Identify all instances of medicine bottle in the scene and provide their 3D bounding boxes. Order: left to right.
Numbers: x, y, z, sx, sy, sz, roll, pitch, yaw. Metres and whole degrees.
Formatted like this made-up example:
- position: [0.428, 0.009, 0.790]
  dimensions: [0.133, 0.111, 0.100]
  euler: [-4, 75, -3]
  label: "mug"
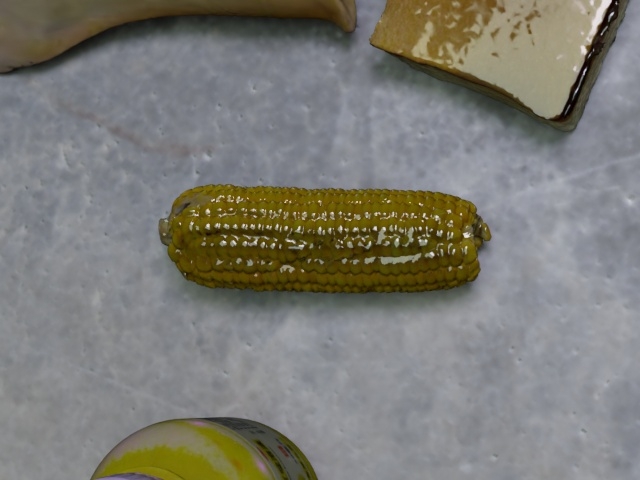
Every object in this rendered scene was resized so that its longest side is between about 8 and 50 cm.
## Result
- position: [-0.077, 0.160, 0.771]
  dimensions: [0.122, 0.212, 0.121]
  euler: [-2, 83, 13]
  label: "medicine bottle"

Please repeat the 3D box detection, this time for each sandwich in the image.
- position: [0.119, -0.184, 0.847]
  dimensions: [0.162, 0.058, 0.193]
  euler: [25, 92, 16]
  label: "sandwich"

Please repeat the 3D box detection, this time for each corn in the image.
- position: [0.000, 0.000, 0.848]
  dimensions: [0.207, 0.068, 0.068]
  euler: [3, 84, 11]
  label: "corn"

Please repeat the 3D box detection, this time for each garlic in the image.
- position: [-0.147, -0.193, 0.876]
  dimensions: [0.339, 0.151, 0.196]
  euler: [-12, 93, 13]
  label: "garlic"
